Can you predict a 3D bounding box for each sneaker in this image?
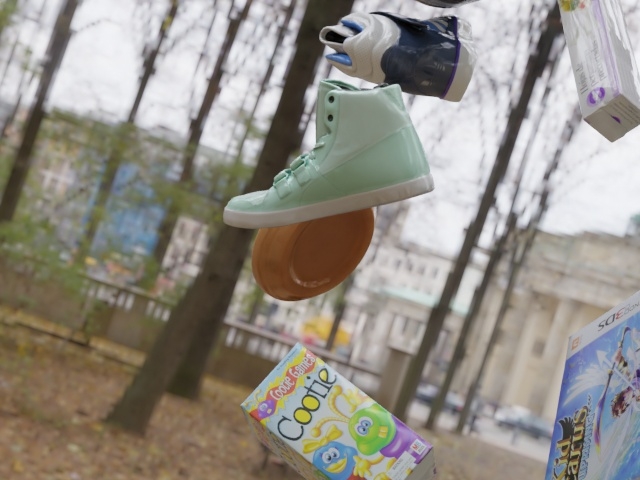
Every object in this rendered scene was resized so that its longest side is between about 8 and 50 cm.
[{"bbox_3d":[0.116,-0.322,2.231,0.236,0.130,0.323,17,18,-7],"label":"sneaker"},{"bbox_3d":[-0.005,-0.100,1.560,0.256,0.151,0.094,-13,3,23],"label":"sneaker"}]

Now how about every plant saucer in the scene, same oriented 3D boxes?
[{"bbox_3d":[0.000,0.000,1.814,0.037,0.200,0.200,41,11,38],"label":"plant saucer"}]

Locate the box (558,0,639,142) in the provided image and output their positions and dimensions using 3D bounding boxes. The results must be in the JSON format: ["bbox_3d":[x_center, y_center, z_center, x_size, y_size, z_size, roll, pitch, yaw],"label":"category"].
[{"bbox_3d":[0.359,-0.271,1.797,0.067,0.324,0.063,30,-49,-34],"label":"box"}]

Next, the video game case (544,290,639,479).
[{"bbox_3d":[0.349,0.176,1.521,0.061,0.269,0.244,29,-39,-13],"label":"video game case"}]

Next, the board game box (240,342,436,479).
[{"bbox_3d":[0.029,0.313,2.169,0.275,0.144,0.142,36,-18,22],"label":"board game box"}]

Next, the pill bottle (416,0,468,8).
[{"bbox_3d":[0.214,-0.472,2.169,0.204,0.204,0.361,19,2,-11],"label":"pill bottle"}]
